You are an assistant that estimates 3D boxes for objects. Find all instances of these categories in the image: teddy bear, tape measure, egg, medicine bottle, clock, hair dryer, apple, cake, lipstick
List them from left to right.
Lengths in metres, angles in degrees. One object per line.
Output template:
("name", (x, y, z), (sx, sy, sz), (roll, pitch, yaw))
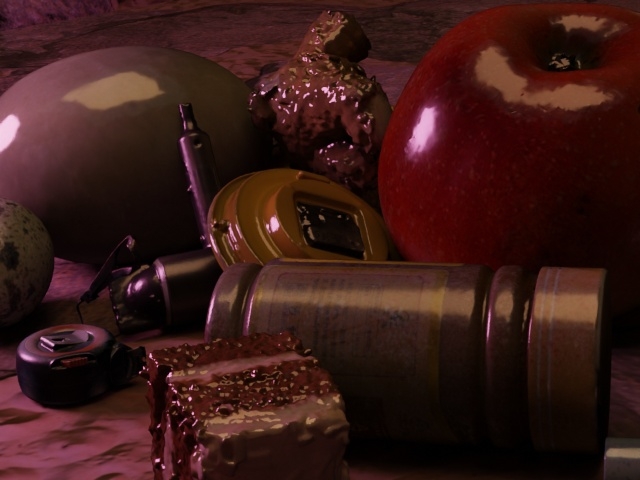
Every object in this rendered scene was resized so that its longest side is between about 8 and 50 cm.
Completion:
("egg", (-0.347, 0.026, 1.410), (0.132, 0.132, 0.172), (-8, 30, -12))
("tape measure", (-0.227, 0.065, 1.233), (0.107, 0.180, 0.104), (-18, 40, -39))
("egg", (-0.229, -0.100, 1.569), (0.352, 0.258, 0.258), (-5, 19, -11))
("hair dryer", (-0.143, -0.032, 1.421), (0.195, 0.248, 0.078), (-9, -19, -17))
("cake", (-0.054, 0.157, 0.990), (0.134, 0.135, 0.147), (-8, 25, -15))
("clock", (0.000, 0.000, 1.362), (0.237, 0.057, 0.237), (20, 38, -16))
("teddy bear", (0.024, -0.105, 1.555), (0.156, 0.256, 0.267), (-22, 32, 5))
("medicine bottle", (0.075, 0.093, 1.114), (0.322, 0.151, 0.151), (2, 20, 15))
("apple", (0.234, -0.081, 1.348), (0.348, 0.277, 0.348), (1, 37, -1))
("lipstick", (0.293, 0.175, 0.998), (0.158, 0.048, 0.048), (2, 20, 14))

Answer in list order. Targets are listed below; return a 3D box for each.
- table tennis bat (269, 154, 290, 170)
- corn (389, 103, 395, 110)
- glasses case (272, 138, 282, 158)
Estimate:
("table tennis bat", (-0.096, -0.150, 2.009), (0.224, 0.054, 0.369), (-13, 25, -21))
("corn", (0.144, -0.129, 1.821), (0.101, 0.101, 0.292), (-20, 24, -40))
("glasses case", (-0.164, -0.106, 1.815), (0.299, 0.060, 0.114), (-28, 33, -37))
